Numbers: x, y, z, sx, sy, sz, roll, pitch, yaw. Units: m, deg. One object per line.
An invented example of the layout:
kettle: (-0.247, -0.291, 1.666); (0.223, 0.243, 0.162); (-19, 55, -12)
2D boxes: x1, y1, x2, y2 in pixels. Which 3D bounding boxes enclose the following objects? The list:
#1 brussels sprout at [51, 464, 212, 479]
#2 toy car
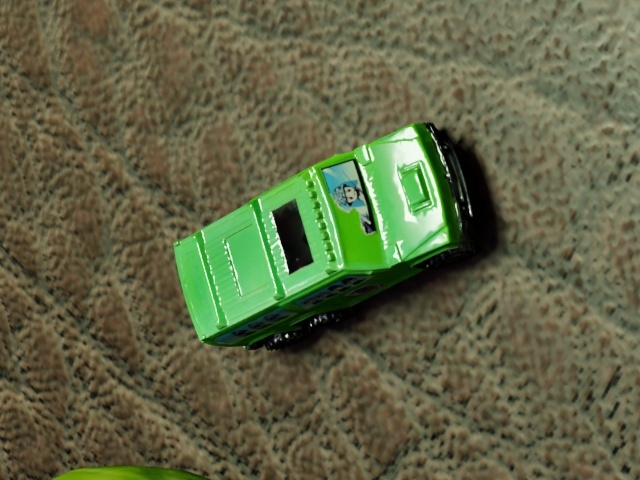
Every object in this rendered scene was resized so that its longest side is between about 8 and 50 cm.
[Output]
brussels sprout: (-0.094, 0.181, 0.979); (0.152, 0.122, 0.149); (33, 127, -2)
toy car: (0.000, 0.000, 0.910); (0.165, 0.062, 0.071); (-27, 75, 41)
